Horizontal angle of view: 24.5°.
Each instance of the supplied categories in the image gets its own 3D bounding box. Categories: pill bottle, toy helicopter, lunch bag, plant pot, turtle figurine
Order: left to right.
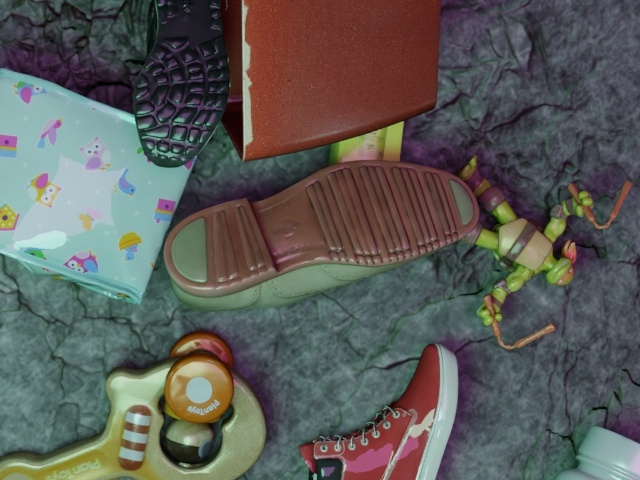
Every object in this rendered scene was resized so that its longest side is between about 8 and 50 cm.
[{"bbox_3d":[-0.309,-0.066,1.773,0.262,0.160,0.223,21,85,-16],"label":"lunch bag"},{"bbox_3d":[-0.235,0.274,1.814,0.355,0.140,0.234,-19,101,-1],"label":"toy helicopter"},{"bbox_3d":[0.006,-0.254,1.729,0.236,0.267,0.267,-2,108,-11],"label":"plant pot"},{"bbox_3d":[0.260,-0.013,1.921,0.217,0.087,0.269,37,92,0],"label":"turtle figurine"},{"bbox_3d":[0.349,0.393,1.891,0.160,0.160,0.283,28,83,-9],"label":"pill bottle"}]

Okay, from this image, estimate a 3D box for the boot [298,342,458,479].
[{"bbox_3d":[0.070,0.236,1.879,0.176,0.088,0.244,16,89,-9],"label":"boot"}]

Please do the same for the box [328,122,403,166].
[{"bbox_3d":[0.063,-0.174,1.899,0.087,0.058,0.232,8,87,-12],"label":"box"}]

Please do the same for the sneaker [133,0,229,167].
[{"bbox_3d":[-0.159,-0.218,1.745,0.107,0.124,0.283,6,81,-6],"label":"sneaker"}]

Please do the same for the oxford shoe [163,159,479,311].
[{"bbox_3d":[0.000,0.000,1.846,0.397,0.146,0.140,-10,67,-8],"label":"oxford shoe"}]
